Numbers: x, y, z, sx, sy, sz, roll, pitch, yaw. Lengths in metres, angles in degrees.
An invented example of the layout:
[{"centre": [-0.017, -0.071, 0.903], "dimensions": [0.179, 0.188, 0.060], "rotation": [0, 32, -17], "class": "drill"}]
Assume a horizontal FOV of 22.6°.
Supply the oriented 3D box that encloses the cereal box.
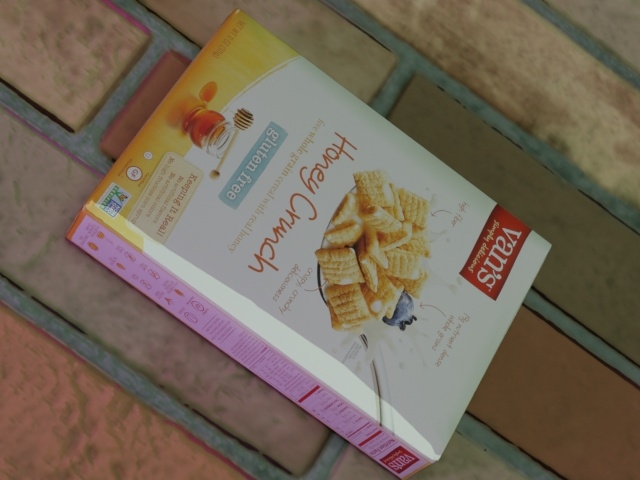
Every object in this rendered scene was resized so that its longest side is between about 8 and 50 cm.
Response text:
[{"centre": [0.000, 0.000, 0.920], "dimensions": [0.240, 0.047, 0.173], "rotation": [35, 58, -5], "class": "cereal box"}]
